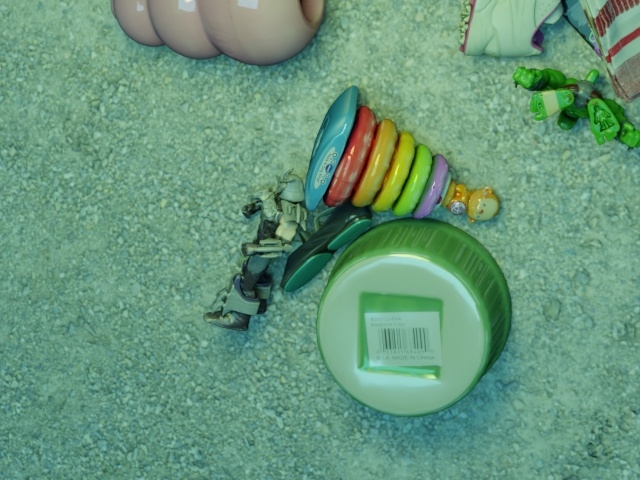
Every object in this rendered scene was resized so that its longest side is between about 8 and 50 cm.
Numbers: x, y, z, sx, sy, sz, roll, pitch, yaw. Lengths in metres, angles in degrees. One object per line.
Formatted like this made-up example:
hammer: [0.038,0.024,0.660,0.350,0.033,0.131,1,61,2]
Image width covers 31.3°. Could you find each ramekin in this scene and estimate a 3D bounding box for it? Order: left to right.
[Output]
ramekin: [0.138,0.126,1.776,0.303,0.148,0.303,4,105,14]

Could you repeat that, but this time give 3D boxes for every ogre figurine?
ogre figurine: [0.376,-0.199,1.649,0.197,0.118,0.097,12,110,13]

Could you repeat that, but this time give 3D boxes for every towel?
towel: [0.453,-0.363,1.509,0.237,0.037,0.329,-32,126,3]

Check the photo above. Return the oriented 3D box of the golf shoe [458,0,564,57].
golf shoe: [0.286,-0.382,1.597,0.140,0.115,0.306,13,140,1]

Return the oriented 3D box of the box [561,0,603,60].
box: [0.410,-0.348,1.650,0.116,0.029,0.162,-41,89,21]

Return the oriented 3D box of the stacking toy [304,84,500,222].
stacking toy: [0.134,-0.093,1.741,0.301,0.166,0.175,21,118,-7]

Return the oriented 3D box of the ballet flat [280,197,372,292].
ballet flat: [0.000,0.000,1.831,0.074,0.074,0.203,47,116,0]

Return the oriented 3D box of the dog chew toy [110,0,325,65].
dog chew toy: [-0.165,-0.362,1.715,0.331,0.206,0.207,1,104,22]

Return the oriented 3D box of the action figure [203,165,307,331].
action figure: [-0.091,0.007,1.802,0.099,0.185,0.285,20,116,-6]
